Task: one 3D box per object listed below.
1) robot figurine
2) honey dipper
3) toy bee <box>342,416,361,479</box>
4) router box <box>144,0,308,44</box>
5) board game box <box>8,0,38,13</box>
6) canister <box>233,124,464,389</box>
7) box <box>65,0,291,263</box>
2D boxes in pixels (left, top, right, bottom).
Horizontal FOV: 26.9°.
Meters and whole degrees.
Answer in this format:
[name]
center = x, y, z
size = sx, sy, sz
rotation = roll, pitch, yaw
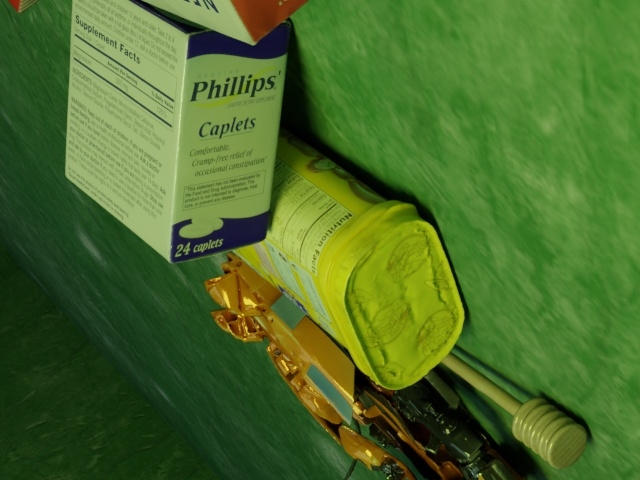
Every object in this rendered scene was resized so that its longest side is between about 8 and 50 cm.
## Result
[robot figurine]
center = 0.038, 0.122, 0.989
size = 0.291, 0.085, 0.211
rotation = 47, 169, 10
[honey dipper]
center = 0.105, 0.090, 0.844
size = 0.160, 0.030, 0.030
rotation = 37, 162, 50
[toy bee]
center = 0.055, 0.270, 1.167
size = 0.298, 0.162, 0.195
rotation = 43, 166, 21
[router box]
center = -0.149, -0.261, 0.594
size = 0.335, 0.082, 0.301
rotation = 31, 157, 50
[board game box]
center = -0.256, -0.267, 0.956
size = 0.193, 0.045, 0.147
rotation = 51, 165, -5
[canister]
center = 0.000, 0.000, 0.829
size = 0.170, 0.073, 0.126
rotation = 38, 161, 41
[box]
center = -0.085, -0.078, 0.770
size = 0.126, 0.072, 0.137
rotation = 35, 128, 42
